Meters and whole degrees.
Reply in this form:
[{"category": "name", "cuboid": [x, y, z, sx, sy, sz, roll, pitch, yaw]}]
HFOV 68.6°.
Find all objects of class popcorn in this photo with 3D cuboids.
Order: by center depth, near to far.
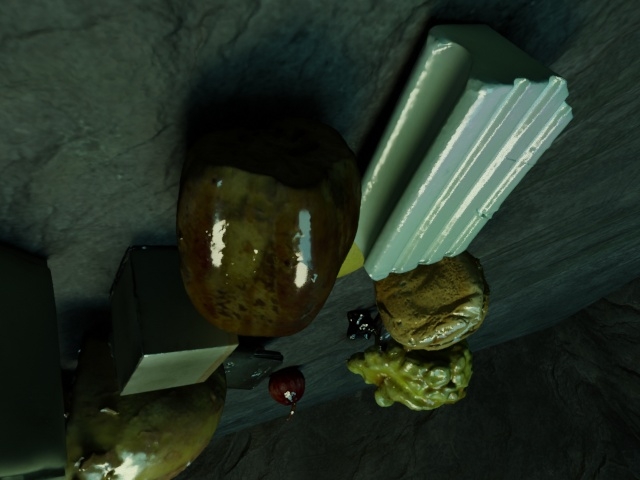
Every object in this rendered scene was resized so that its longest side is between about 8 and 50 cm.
[{"category": "popcorn", "cuboid": [0.268, 0.337, 1.342, 0.335, 0.275, 0.279, 8, -138, 49]}]

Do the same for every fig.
[{"category": "fig", "cuboid": [-0.111, 0.485, 1.530, 0.128, 0.150, 0.129, 2, 125, 3]}]

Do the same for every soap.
[{"category": "soap", "cuboid": [0.142, -0.083, 0.525, 0.172, 0.095, 0.290, -15, 148, -28]}]

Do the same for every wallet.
[{"category": "wallet", "cuboid": [-0.238, 0.287, 1.061, 0.172, 0.045, 0.317, -39, 140, 28]}]

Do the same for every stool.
[{"category": "stool", "cuboid": [-0.417, 0.151, 0.449, 0.269, 0.244, 0.170, -24, 155, 9]}]

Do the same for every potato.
[{"category": "potato", "cuboid": [-0.275, 0.276, 0.757, 0.237, 0.289, 0.300, 11, 161, -22]}]

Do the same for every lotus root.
[{"category": "lotus root", "cuboid": [-0.055, -0.003, 0.507, 0.193, 0.193, 0.291, -10, 145, -20]}]

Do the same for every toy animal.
[{"category": "toy animal", "cuboid": [0.175, 0.195, 1.147, 0.210, 0.117, 0.121, -29, 148, 25]}]

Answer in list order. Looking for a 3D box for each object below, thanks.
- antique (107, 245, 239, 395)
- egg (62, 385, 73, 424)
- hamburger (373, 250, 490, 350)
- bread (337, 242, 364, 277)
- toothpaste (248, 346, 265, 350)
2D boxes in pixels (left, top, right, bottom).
[{"category": "antique", "cuboid": [-0.198, 0.106, 0.636, 0.147, 0.152, 0.147, 2, 147, -34]}, {"category": "egg", "cuboid": [-0.531, 0.401, 0.882, 0.249, 0.250, 0.322, -23, 162, 7]}, {"category": "hamburger", "cuboid": [0.205, 0.097, 0.865, 0.213, 0.214, 0.108, -28, 153, 18]}, {"category": "bread", "cuboid": [0.000, 0.000, 0.677, 0.187, 0.065, 0.150, -14, 146, -19]}, {"category": "toothpaste", "cuboid": [-0.228, 0.329, 1.207, 0.193, 0.044, 0.070, -33, 152, 27]}]
